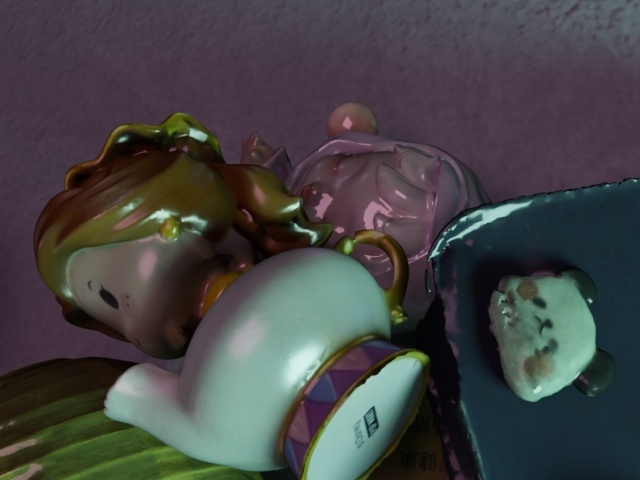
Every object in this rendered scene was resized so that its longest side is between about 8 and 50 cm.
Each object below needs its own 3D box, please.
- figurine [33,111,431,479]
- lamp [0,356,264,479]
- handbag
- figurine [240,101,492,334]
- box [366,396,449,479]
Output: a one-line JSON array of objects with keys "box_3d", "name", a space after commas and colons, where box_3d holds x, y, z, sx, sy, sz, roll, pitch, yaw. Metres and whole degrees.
[{"box_3d": [-0.062, 0.030, 0.648, 0.189, 0.142, 0.263, -38, 57, -23], "name": "figurine"}, {"box_3d": [-0.138, 0.213, 0.697, 0.250, 0.250, 0.284, -36, 66, 8], "name": "lamp"}, {"box_3d": [0.235, 0.105, 0.592, 0.329, 0.122, 0.303, -13, 65, -1], "name": "handbag"}, {"box_3d": [0.001, 0.000, 0.776, 0.276, 0.133, 0.200, -2, 57, 28], "name": "figurine"}, {"box_3d": [0.091, 0.220, 0.683, 0.159, 0.071, 0.240, -1, 70, 21], "name": "box"}]
